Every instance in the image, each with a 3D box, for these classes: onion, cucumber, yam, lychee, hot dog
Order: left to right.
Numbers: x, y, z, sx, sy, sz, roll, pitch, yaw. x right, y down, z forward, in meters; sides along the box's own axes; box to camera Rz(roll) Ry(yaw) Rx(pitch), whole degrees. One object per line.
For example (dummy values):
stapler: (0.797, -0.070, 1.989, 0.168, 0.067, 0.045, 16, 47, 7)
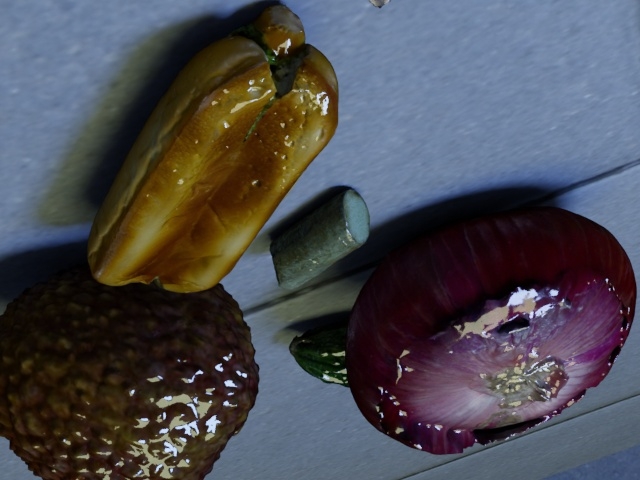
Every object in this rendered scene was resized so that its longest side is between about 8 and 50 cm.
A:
lychee: (-0.133, 0.098, 0.964, 0.194, 0.194, 0.194, -16, 160, -6)
hot dog: (-0.066, -0.043, 0.815, 0.100, 0.068, 0.249, 5, 149, -27)
yam: (0.000, 0.000, 1.019, 0.043, 0.043, 0.094, 4, 151, -46)
cucumber: (0.087, 0.106, 1.320, 0.265, 0.077, 0.077, -1, 154, -42)
onion: (0.133, 0.065, 1.136, 0.248, 0.161, 0.248, -25, 158, -11)

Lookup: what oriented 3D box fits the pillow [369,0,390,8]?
pillow: (0.036, -0.159, 0.636, 0.118, 0.043, 0.185, -19, 158, 22)
